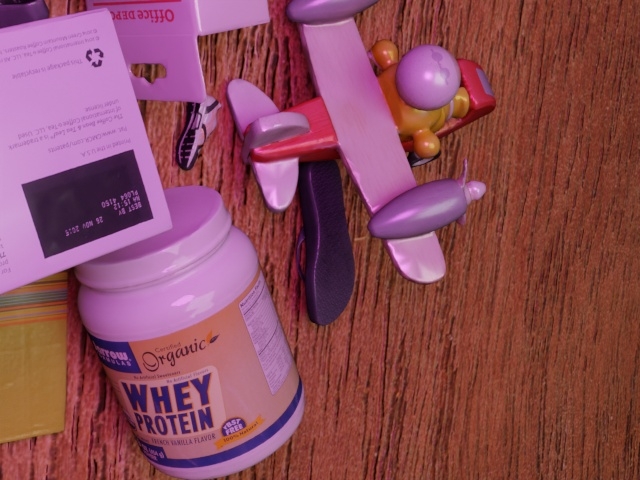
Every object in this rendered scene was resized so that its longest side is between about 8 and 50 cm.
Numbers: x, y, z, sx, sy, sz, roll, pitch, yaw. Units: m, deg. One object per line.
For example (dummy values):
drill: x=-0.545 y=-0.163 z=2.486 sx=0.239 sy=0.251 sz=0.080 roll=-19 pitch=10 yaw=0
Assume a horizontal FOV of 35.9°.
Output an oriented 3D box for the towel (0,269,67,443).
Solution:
towel: x=-0.361 y=0.128 z=1.208 sx=0.102 sy=0.021 sz=0.237 roll=-5 pitch=103 yaw=-36

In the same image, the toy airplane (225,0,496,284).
toy airplane: x=0.070 y=-0.183 z=1.346 sx=0.386 sy=0.272 sz=0.384 roll=34 pitch=58 yaw=-18

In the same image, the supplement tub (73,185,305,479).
supplement tub: x=-0.165 y=0.113 z=1.237 sx=0.228 sy=0.228 sz=0.316 roll=-35 pitch=120 yaw=-31

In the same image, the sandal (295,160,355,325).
sandal: x=0.001 y=-0.001 z=1.489 sx=0.097 sy=0.054 sz=0.255 roll=-4 pitch=92 yaw=-49

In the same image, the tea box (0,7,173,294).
tea box: x=-0.377 y=-0.058 z=0.931 sx=0.329 sy=0.323 sz=0.220 roll=-23 pitch=103 yaw=-37

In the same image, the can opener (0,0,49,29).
can opener: x=-0.260 y=-0.280 z=1.055 sx=0.076 sy=0.283 sz=0.095 roll=-73 pitch=154 yaw=-45

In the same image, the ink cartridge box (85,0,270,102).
ink cartridge box: x=-0.178 y=-0.345 z=1.138 sx=0.119 sy=0.207 sz=0.354 roll=-23 pitch=115 yaw=-43

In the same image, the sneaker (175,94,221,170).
sneaker: x=-0.159 y=-0.143 z=1.314 sx=0.043 sy=0.040 sz=0.109 roll=19 pitch=87 yaw=-45
